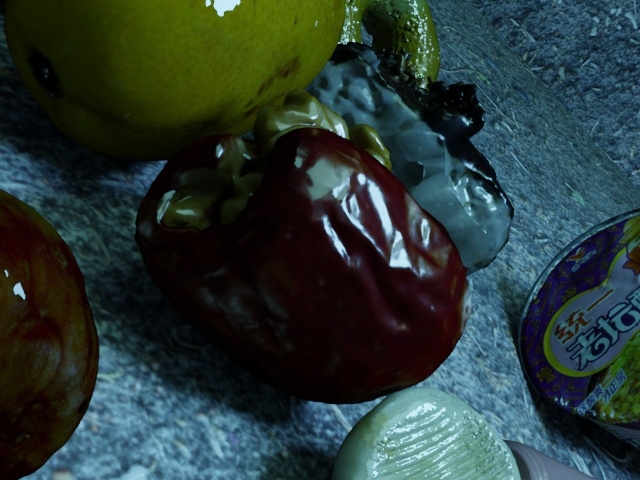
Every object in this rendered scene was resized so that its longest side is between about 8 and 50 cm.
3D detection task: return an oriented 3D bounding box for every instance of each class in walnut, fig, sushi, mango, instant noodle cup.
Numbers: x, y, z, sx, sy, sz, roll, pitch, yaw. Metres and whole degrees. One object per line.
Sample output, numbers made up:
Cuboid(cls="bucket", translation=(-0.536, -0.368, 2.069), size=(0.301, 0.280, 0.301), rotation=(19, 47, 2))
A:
Cuboid(cls="walnut", translation=(0.000, 0.000, 0.669), size=(0.222, 0.244, 0.269), rotation=(13, -24, 42))
Cuboid(cls="fig", translation=(-0.264, 0.041, 0.420), size=(0.290, 0.190, 0.190), rotation=(10, 19, 21))
Cuboid(cls="sushi", translation=(0.106, -0.114, 1.002), size=(0.348, 0.234, 0.207), rotation=(45, 26, -9))
Cuboid(cls="mango", translation=(-0.118, -0.202, 0.761), size=(0.221, 0.264, 0.378), rotation=(51, 36, 14))
Cuboid(cls="instant noodle cup", translation=(0.483, 0.159, 1.079), size=(0.266, 0.340, 0.340), rotation=(42, 26, -28))

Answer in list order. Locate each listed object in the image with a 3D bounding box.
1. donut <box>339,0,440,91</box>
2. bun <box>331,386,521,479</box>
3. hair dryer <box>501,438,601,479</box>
Cuboid(cls="donut", translation=(0.074, -0.290, 1.165), size=(0.272, 0.107, 0.272), rotation=(-3, 94, -44))
Cuboid(cls="bun", translation=(0.074, 0.211, 0.639), size=(0.183, 0.102, 0.183), rotation=(14, 62, -28))
Cuboid(cls="hair dryer", translation=(0.222, 0.354, 0.659), size=(0.210, 0.125, 0.352), rotation=(30, 38, -25))
